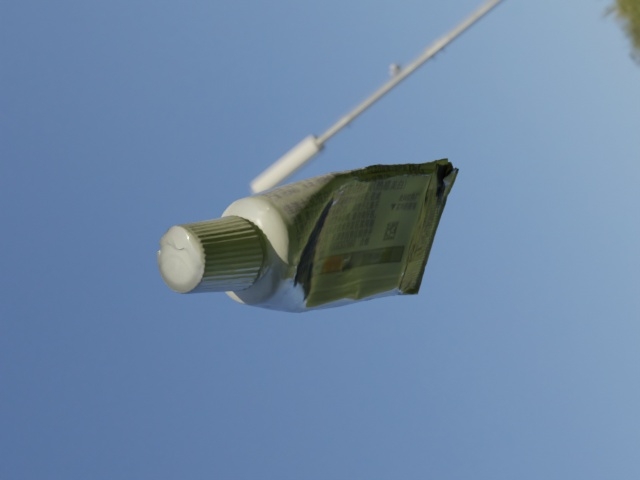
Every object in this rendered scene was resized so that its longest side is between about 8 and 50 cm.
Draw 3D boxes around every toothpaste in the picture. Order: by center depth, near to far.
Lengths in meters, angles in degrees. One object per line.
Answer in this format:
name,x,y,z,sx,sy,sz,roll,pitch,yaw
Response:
toothpaste,0.001,-0.001,0.910,0.282,0.099,0.068,-8,-121,-52
